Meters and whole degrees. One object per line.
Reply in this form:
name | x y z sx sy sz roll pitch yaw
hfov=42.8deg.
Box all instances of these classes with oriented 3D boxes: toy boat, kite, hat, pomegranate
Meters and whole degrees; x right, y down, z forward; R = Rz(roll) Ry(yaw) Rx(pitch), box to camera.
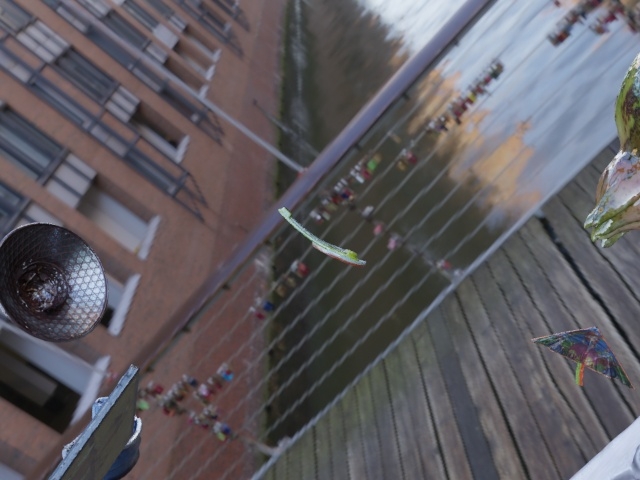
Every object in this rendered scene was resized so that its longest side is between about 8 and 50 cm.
toy boat | -0.425 0.387 1.599 0.129 0.143 0.309 -6 5 4
kite | 0.457 0.199 1.408 0.010 0.190 0.159 -46 -27 -38
hat | -0.431 0.074 1.258 0.082 0.193 0.193 -25 31 38
pomegranate | 0.426 -0.102 0.924 0.222 0.204 0.277 -88 13 -77

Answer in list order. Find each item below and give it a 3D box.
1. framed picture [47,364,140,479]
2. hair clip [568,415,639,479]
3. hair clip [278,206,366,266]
framed picture | -0.317 0.330 0.973 0.339 0.014 0.255 -58 -6 -35
hair clip | 0.378 0.211 0.838 0.331 0.085 0.101 -51 36 16
hair clip | 0.000 0.000 1.474 0.033 0.188 0.060 -57 2 3
